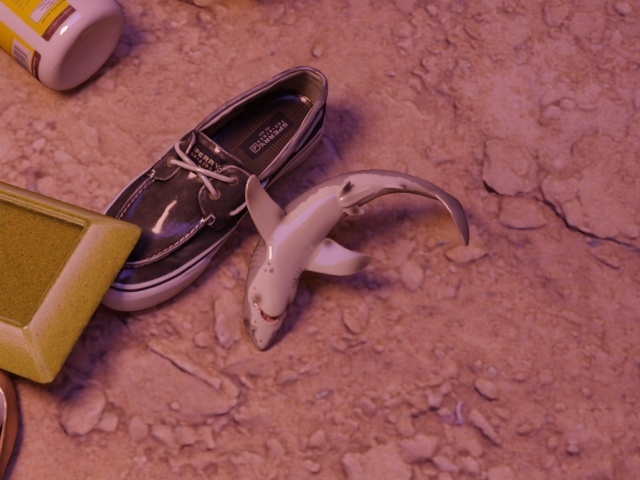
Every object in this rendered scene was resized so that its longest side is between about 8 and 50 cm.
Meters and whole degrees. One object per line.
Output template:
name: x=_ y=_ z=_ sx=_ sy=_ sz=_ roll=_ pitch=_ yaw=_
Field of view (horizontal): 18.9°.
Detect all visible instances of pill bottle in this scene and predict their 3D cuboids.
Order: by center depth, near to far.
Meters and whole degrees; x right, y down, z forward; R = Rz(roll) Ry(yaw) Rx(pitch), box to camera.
pill bottle: x=-0.318 y=-0.263 z=2.025 sx=0.215 sy=0.117 sz=0.117 roll=41 pitch=61 yaw=16

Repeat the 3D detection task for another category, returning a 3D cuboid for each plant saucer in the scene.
plant saucer: x=-0.298 y=0.026 z=1.856 sx=0.188 sy=0.045 sz=0.188 roll=17 pitch=63 yaw=24

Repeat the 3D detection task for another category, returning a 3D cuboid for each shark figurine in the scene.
shark figurine: x=0.013 y=-0.026 z=1.964 sx=0.278 sy=0.116 sz=0.166 roll=-28 pitch=102 yaw=-15

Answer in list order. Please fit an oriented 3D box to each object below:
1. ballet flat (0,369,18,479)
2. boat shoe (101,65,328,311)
ballet flat: x=-0.323 y=0.195 z=1.781 sx=0.080 sy=0.073 sz=0.232 roll=5 pitch=59 yaw=-8
boat shoe: x=-0.118 y=-0.070 z=1.948 sx=0.121 sy=0.119 sz=0.335 roll=37 pitch=61 yaw=11
